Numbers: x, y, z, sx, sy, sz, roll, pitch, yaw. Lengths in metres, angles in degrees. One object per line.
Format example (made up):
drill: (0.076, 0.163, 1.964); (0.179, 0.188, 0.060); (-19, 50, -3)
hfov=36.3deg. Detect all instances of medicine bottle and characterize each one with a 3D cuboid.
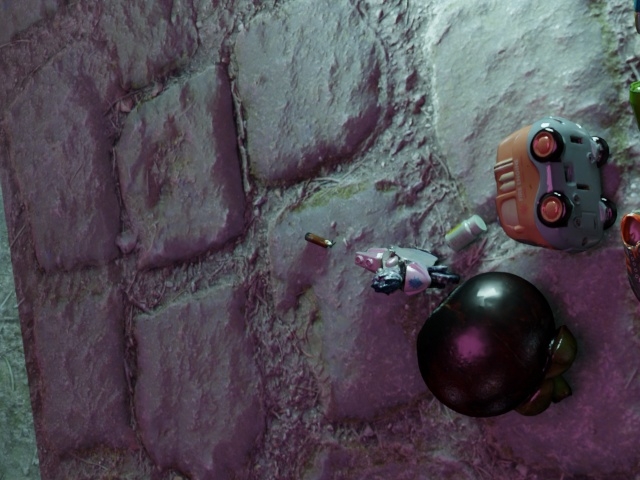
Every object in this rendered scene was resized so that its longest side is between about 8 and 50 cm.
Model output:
medicine bottle: (0.312, -0.016, 2.100); (0.083, 0.047, 0.047); (-40, 64, 29)

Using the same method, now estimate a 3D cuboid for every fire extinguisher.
fire extinguisher: (0.000, 0.000, 2.362); (0.083, 0.022, 0.028); (21, 70, 37)

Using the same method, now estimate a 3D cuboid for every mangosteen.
mangosteen: (0.338, 0.220, 1.922); (0.300, 0.300, 0.300); (-3, 85, 38)

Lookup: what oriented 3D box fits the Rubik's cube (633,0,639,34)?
Rubik's cube: (0.643, -0.503, 1.820); (0.254, 0.254, 0.254); (-3, 85, 38)

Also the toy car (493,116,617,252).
toy car: (0.441, -0.101, 1.932); (0.212, 0.180, 0.271); (-15, 77, 47)

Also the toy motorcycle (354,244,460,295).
toy motorcycle: (0.158, 0.065, 2.118); (0.239, 0.204, 0.108); (-2, 97, 41)

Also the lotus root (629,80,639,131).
lotus root: (0.658, -0.209, 1.785); (0.186, 0.186, 0.186); (-3, 85, 38)

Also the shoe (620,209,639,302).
shoe: (0.604, 0.035, 1.847); (0.074, 0.077, 0.194); (-12, 79, 36)
